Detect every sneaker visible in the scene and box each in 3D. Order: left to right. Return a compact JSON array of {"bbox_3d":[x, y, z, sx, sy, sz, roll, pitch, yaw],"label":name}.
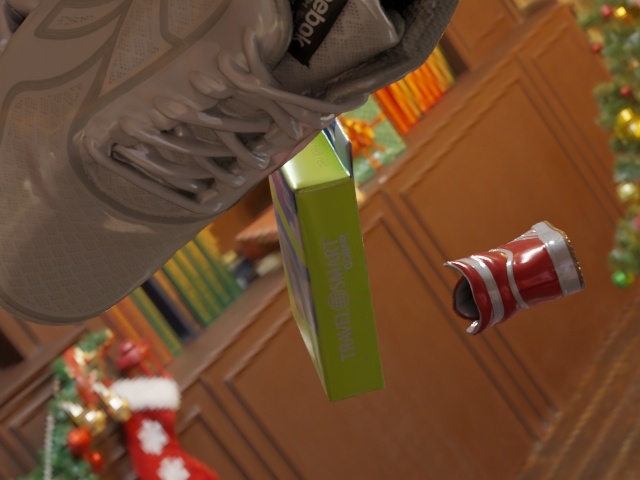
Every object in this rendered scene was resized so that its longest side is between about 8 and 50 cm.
[{"bbox_3d":[-0.031,-0.068,0.418,0.292,0.110,0.118,-49,39,22],"label":"sneaker"},{"bbox_3d":[0.100,0.020,0.671,0.067,0.042,0.118,-20,-2,4],"label":"sneaker"}]

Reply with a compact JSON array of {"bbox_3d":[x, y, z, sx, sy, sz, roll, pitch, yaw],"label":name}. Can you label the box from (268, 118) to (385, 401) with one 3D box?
[{"bbox_3d":[0.000,0.000,0.798,0.042,0.178,0.109,-14,31,-8],"label":"box"}]
